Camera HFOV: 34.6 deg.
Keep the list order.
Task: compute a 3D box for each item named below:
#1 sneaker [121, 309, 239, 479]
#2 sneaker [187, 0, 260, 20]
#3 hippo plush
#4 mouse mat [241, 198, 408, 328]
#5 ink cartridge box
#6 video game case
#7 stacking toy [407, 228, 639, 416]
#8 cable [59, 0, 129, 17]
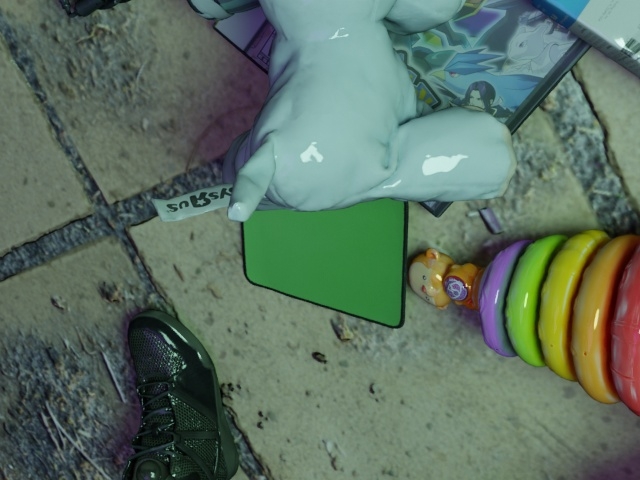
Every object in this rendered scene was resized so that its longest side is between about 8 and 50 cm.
[{"bbox_3d":[-0.167,0.194,1.115,0.087,0.130,0.227,-7,108,25],"label":"sneaker"},{"bbox_3d":[-0.073,-0.302,0.862,0.098,0.083,0.223,-5,101,22],"label":"sneaker"},{"bbox_3d":[-0.001,-0.143,0.795,0.234,0.294,0.236,2,97,57],"label":"hippo plush"},{"bbox_3d":[0.000,0.000,1.001,0.190,0.007,0.152,16,123,28],"label":"mouse mat"},{"bbox_3d":[0.261,-0.171,0.761,0.180,0.060,0.104,35,96,2],"label":"ink cartridge box"},{"bbox_3d":[0.072,-0.193,0.879,0.275,0.035,0.248,41,123,3],"label":"video game case"},{"bbox_3d":[0.200,0.051,0.884,0.302,0.166,0.175,11,127,37],"label":"stacking toy"},{"bbox_3d":[-0.225,-0.307,0.956,0.151,0.047,0.184,-14,106,29],"label":"cable"}]
